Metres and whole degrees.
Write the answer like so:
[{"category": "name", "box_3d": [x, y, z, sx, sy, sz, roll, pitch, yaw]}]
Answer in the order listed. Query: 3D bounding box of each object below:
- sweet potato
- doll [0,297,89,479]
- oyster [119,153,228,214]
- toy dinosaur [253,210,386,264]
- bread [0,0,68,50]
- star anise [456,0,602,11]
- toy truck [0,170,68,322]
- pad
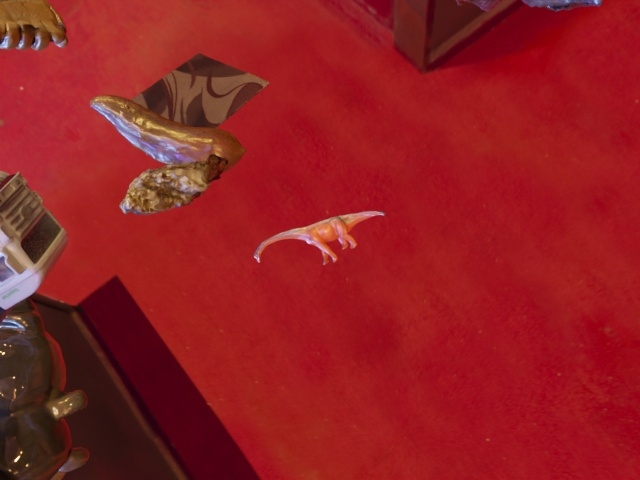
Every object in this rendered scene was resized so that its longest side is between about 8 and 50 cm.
[{"category": "sweet potato", "box_3d": [-0.283, -0.187, 1.116, 0.292, 0.097, 0.097, 18, 75, -4]}, {"category": "doll", "box_3d": [-0.582, 0.287, 1.076, 0.252, 0.378, 0.382, -24, 85, -5]}, {"category": "oyster", "box_3d": [-0.195, -0.069, 0.809, 0.105, 0.177, 0.056, -21, 92, 27]}, {"category": "toy dinosaur", "box_3d": [0.000, 0.000, 1.216, 0.279, 0.055, 0.101, -27, 91, 6]}, {"category": "bread", "box_3d": [-0.635, -0.446, 1.231, 0.081, 0.225, 0.134, -36, 79, 39]}, {"category": "star anise", "box_3d": [0.195, -0.327, 0.640, 0.332, 0.117, 0.332, -5, 39, 4]}, {"category": "toy truck", "box_3d": [-0.533, 0.056, 0.858, 0.367, 0.175, 0.146, -30, 27, 17]}, {"category": "pad", "box_3d": [-0.295, -0.326, 1.388, 0.220, 0.004, 0.330, 25, 50, 16]}]
